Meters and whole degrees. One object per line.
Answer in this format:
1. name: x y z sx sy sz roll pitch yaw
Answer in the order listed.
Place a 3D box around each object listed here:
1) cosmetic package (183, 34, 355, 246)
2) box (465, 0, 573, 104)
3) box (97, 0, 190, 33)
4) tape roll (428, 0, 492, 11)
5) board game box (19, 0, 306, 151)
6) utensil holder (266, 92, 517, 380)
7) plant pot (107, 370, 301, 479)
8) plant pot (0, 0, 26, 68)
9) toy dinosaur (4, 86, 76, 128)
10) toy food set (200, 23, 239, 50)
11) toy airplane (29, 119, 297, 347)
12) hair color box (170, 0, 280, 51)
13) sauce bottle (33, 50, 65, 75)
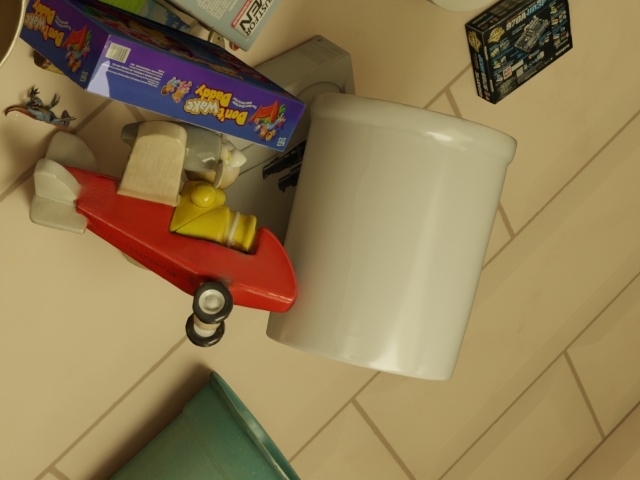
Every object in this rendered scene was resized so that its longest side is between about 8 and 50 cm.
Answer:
1. cosmetic package: -0.064 -0.119 2.064 0.284 0.097 0.377 -29 135 -21
2. box: 0.382 -0.387 2.311 0.220 0.051 0.175 -36 137 -17
3. box: -0.284 -0.312 1.762 0.178 0.042 0.109 27 99 -49
4. tape roll: 0.241 -0.532 2.044 0.286 0.100 0.286 -23 131 -30
5. board game box: -0.220 -0.239 1.662 0.347 0.233 0.078 14 108 -45
6. utensil holder: 0.104 -0.004 1.899 0.327 0.327 0.385 12 91 -46
7. plant pot: -0.219 0.472 2.187 0.334 0.341 0.341 -38 138 -5
8. plant pot: -0.512 -0.310 1.378 0.256 0.274 0.256 -24 132 -30
9. toy dinosaur: -0.400 -0.186 1.766 0.090 0.047 0.082 -14 146 7
10. toy food set: -0.146 -0.335 1.889 0.078 0.019 0.122 -38 137 -16
11. toy airplane: -0.233 -0.056 1.794 0.272 0.386 0.384 -56 131 -23
12. hair color box: -0.234 -0.409 1.630 0.374 0.185 0.114 30 95 -49
13. sauce bottle: -0.349 -0.253 1.747 0.128 0.042 0.042 10 111 -47
